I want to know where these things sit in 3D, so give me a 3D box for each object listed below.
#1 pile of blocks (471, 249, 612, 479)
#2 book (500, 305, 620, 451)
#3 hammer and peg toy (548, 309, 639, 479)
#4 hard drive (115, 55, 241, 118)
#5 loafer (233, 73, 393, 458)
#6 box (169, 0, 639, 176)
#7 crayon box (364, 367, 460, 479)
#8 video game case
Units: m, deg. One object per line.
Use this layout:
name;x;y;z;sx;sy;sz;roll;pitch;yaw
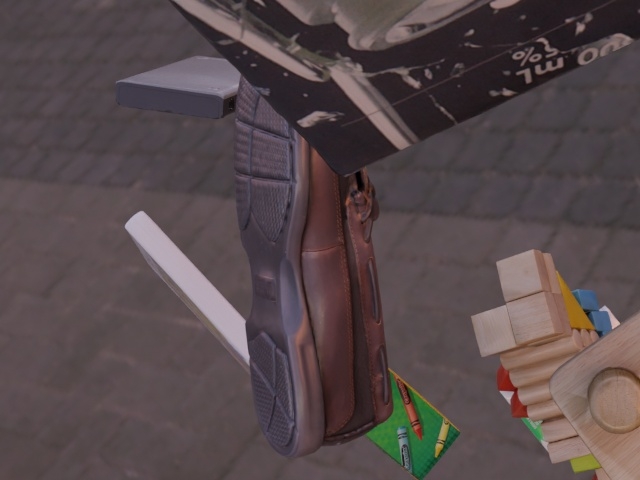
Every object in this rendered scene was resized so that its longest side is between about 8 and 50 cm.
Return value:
pile of blocks;0.257;0.157;1.513;0.112;0.362;0.149;-20;22;32
book;0.274;0.150;1.588;0.144;0.096;0.035;-39;11;4
hammer and peg toy;0.361;0.093;0.929;0.361;0.266;0.127;-35;-4;9
hard drive;-0.092;-0.125;1.206;0.094;0.022;0.135;9;18;20
loafer;0.000;0.000;1.045;0.095;0.303;0.109;-9;16;-26
box;0.082;-0.331;0.614;0.479;0.472;0.297;-25;58;17
crayon box;0.042;0.175;1.850;0.081;0.165;0.278;-50;23;-3
video game case;-0.092;0.079;1.405;0.026;0.227;0.206;-43;-7;-7
